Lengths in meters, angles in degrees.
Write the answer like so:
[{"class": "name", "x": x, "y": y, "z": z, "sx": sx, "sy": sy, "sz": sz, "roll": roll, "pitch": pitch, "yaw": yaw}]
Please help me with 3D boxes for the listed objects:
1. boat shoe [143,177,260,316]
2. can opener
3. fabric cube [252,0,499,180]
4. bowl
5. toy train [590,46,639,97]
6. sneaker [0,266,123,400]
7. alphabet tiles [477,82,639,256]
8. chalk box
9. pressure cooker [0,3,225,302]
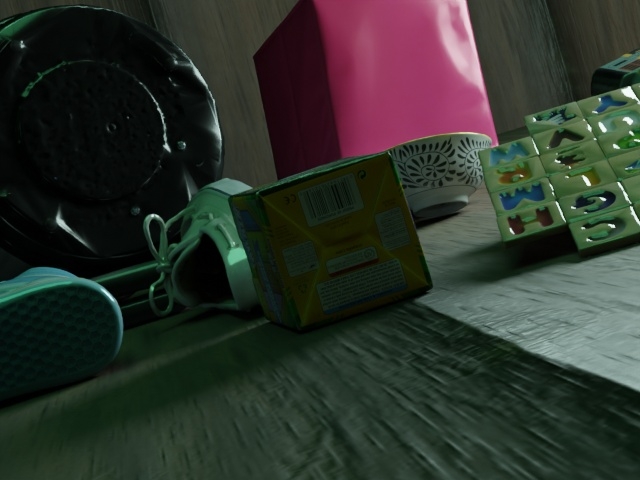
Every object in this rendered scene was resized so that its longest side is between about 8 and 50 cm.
[{"class": "boat shoe", "x": -0.125, "y": 0.026, "z": 1.665, "sx": 0.156, "sy": 0.136, "sz": 0.367, "roll": -21, "pitch": 15, "yaw": -18}, {"class": "can opener", "x": -0.301, "y": 0.085, "z": 1.817, "sx": 0.283, "sy": 0.076, "sz": 0.095, "roll": -16, "pitch": 5, "yaw": -4}, {"class": "fabric cube", "x": 0.073, "y": -0.199, "z": 2.179, "sx": 0.254, "sy": 0.258, "sz": 0.259, "roll": -7, "pitch": -13, "yaw": -22}, {"class": "bowl", "x": 0.153, "y": -0.079, "z": 2.002, "sx": 0.170, "sy": 0.080, "sz": 0.170, "roll": -11, "pitch": -13, "yaw": -3}, {"class": "toy train", "x": 0.434, "y": -0.162, "z": 1.634, "sx": 0.190, "sy": 0.142, "sz": 0.334, "roll": -27, "pitch": 17, "yaw": -8}, {"class": "sneaker", "x": -0.358, "y": 0.105, "z": 1.491, "sx": 0.319, "sy": 0.127, "sz": 0.208, "roll": -8, "pitch": 5, "yaw": -10}, {"class": "alphabet tiles", "x": 0.293, "y": -0.081, "z": 1.387, "sx": 0.285, "sy": 0.011, "sz": 0.342, "roll": -16, "pitch": 23, "yaw": 6}, {"class": "chalk box", "x": 0.000, "y": 0.000, "z": 1.404, "sx": 0.132, "sy": 0.132, "sz": 0.213, "roll": -19, "pitch": 4, "yaw": -10}, {"class": "pressure cooker", "x": -0.354, "y": -0.077, "z": 2.006, "sx": 0.369, "sy": 0.376, "sz": 0.420, "roll": 25, "pitch": -24, "yaw": -12}]
